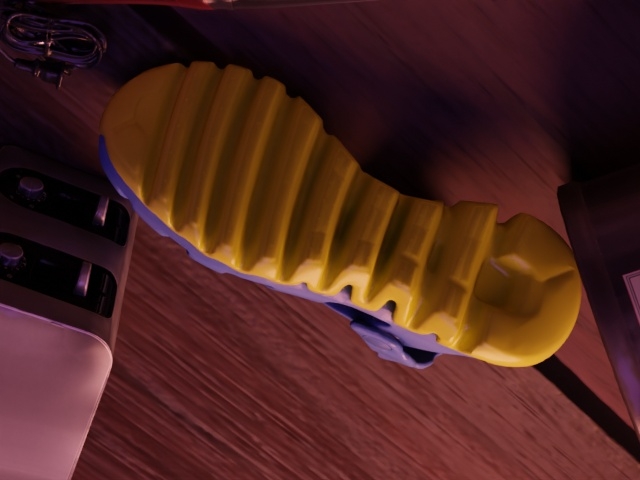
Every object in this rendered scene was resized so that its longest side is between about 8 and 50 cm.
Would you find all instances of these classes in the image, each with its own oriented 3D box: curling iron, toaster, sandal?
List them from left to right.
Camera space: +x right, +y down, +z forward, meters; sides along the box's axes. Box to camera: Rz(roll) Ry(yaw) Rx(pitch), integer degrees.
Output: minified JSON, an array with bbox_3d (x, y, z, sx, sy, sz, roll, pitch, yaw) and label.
[{"bbox_3d":[-0.193,0.060,0.824,0.110,0.168,0.185,17,122,-11],"label":"toaster"},{"bbox_3d":[-0.066,-0.142,0.769,0.274,0.035,0.068,-8,127,6],"label":"curling iron"},{"bbox_3d":[0.000,0.000,0.819,0.317,0.126,0.138,30,159,-5],"label":"sandal"}]

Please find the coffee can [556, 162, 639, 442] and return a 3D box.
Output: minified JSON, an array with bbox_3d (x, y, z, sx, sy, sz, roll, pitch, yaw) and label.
[{"bbox_3d":[0.307,0.017,0.771,0.275,0.201,0.201,-19,121,13],"label":"coffee can"}]
